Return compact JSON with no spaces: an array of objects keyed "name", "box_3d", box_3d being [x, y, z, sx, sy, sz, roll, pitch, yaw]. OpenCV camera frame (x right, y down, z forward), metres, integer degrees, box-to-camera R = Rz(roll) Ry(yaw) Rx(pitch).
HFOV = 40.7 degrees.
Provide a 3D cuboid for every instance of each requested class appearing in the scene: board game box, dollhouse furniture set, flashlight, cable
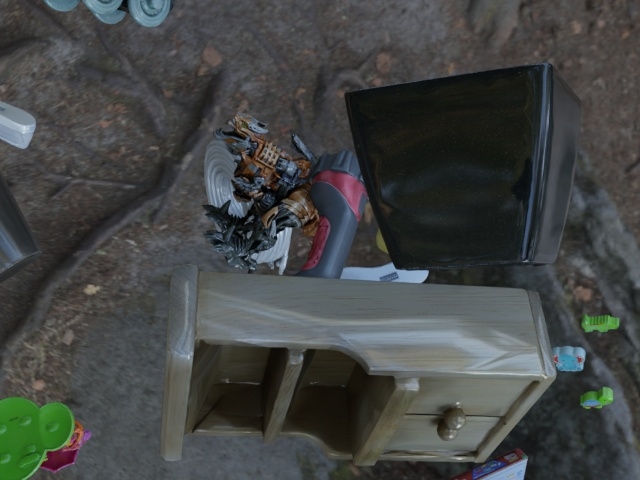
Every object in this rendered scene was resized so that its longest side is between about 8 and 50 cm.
[{"name":"board game box","box_3d":[0.184,0.413,1.272,0.281,0.027,0.145,-14,121,-28]},{"name":"dollhouse furniture set","box_3d":[0.015,0.142,0.336,0.161,0.212,0.242,4,53,-10]},{"name":"flashlight","box_3d":[0.000,0.000,1.343,0.103,0.103,0.304,32,57,-17]},{"name":"cable","box_3d":[-0.143,-0.080,1.649,0.089,0.257,0.257,-19,58,-26]}]

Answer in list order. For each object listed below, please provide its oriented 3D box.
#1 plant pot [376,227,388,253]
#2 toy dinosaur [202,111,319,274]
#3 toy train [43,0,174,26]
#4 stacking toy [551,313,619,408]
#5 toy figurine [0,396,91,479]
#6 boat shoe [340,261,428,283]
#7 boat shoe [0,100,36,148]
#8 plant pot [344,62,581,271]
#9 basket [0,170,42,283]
[{"name":"plant pot","box_3d":[0.201,-0.009,1.864,0.134,0.095,0.134,-29,142,-26]},{"name":"toy dinosaur","box_3d":[-0.079,-0.054,1.450,0.218,0.164,0.322,-35,91,6]},{"name":"toy train","box_3d":[-0.333,-0.419,1.224,0.334,0.142,0.190,1,101,-52]},{"name":"stacking toy","box_3d":[0.357,0.185,1.376,0.167,0.221,0.052,-71,146,-41]},{"name":"toy figurine","box_3d":[-0.426,0.312,1.365,0.173,0.159,0.130,-21,70,10]},{"name":"boat shoe","box_3d":[0.096,0.082,1.658,0.228,0.076,0.080,-18,78,-23]},{"name":"boat shoe","box_3d":[-0.573,-0.213,1.467,0.184,0.066,0.063,22,120,-6]},{"name":"plant pot","box_3d":[0.145,-0.056,0.819,0.188,0.187,0.167,7,79,-65]},{"name":"basket","box_3d":[-0.570,-0.039,1.401,0.227,0.154,0.204,55,39,-3]}]
